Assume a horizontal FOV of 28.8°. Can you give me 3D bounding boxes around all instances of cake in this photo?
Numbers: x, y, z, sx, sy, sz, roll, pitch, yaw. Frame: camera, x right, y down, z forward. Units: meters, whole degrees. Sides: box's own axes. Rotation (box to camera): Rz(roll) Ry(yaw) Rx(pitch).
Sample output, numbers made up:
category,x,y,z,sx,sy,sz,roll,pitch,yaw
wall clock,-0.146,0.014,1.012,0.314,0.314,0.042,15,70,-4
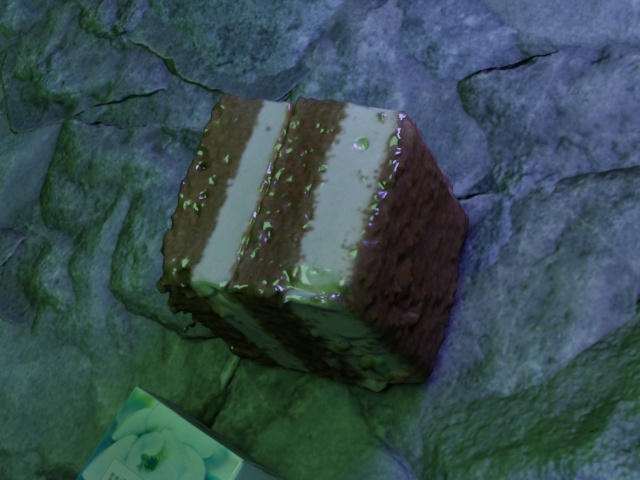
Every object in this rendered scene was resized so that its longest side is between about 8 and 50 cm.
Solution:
category,x,y,z,sx,sy,sz,roll,pitch,yaw
cake,0.000,0.000,1.437,0.290,0.256,0.282,5,66,29

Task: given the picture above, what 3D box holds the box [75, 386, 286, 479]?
category,x,y,z,sx,sy,sz,roll,pitch,yaw
box,-0.199,0.341,1.454,0.203,0.116,0.274,27,81,38
